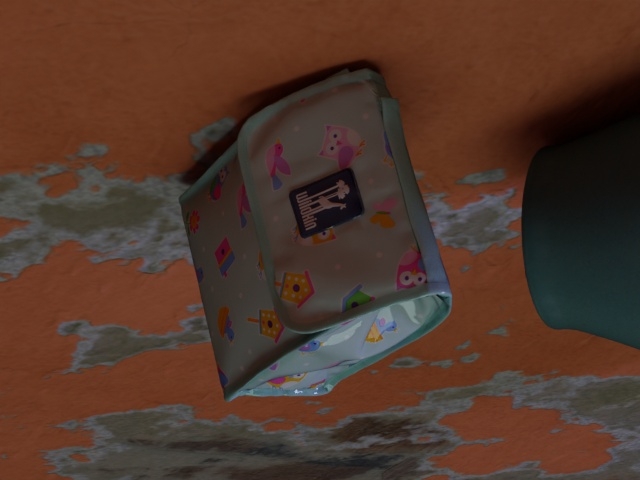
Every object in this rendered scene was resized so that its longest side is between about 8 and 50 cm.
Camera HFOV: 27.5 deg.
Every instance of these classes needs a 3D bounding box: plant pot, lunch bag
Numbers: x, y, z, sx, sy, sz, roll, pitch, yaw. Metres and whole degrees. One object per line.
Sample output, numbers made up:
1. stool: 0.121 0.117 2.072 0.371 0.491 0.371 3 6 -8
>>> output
1. plant pot: 0.334 -0.010 1.227 0.255 0.271 0.272 -2 160 27
2. lunch bag: 0.000 0.000 1.165 0.160 0.223 0.262 0 155 -34
